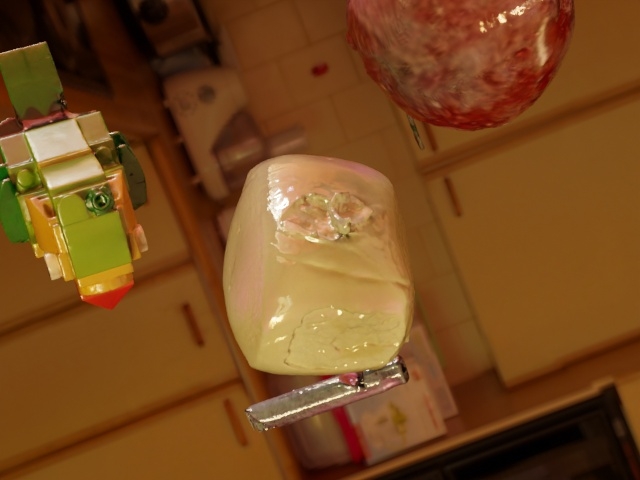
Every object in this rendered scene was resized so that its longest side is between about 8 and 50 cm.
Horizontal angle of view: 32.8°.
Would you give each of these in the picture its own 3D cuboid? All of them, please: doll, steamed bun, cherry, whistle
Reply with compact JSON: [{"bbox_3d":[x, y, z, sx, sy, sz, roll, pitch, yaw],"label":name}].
[{"bbox_3d":[-0.179,-0.038,0.778,0.186,0.106,0.134,-124,-156,-44],"label":"doll"},{"bbox_3d":[0.000,0.000,0.972,0.239,0.170,0.153,-97,-168,-50],"label":"steamed bun"},{"bbox_3d":[0.126,-0.186,0.921,0.192,0.175,0.249,65,-16,-9],"label":"cherry"},{"bbox_3d":[0.007,0.160,1.129,0.033,0.176,0.033,-21,90,-81],"label":"whistle"}]
